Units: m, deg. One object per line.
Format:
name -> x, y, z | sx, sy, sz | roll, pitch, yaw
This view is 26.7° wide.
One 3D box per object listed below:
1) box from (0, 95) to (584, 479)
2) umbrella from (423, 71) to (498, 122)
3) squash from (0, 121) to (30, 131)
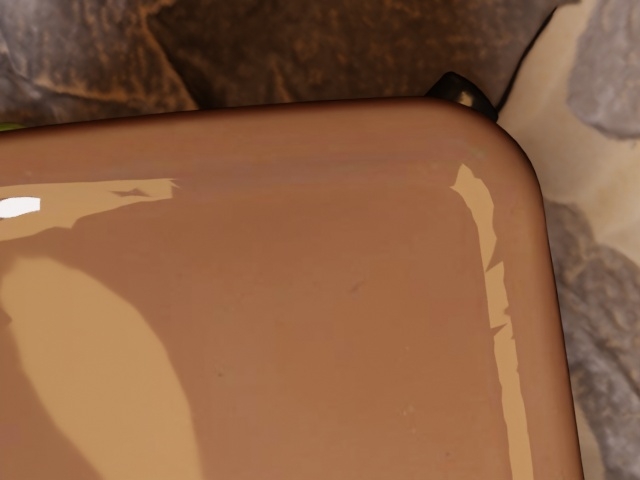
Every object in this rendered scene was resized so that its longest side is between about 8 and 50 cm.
box -> -0.034, 0.122, 0.523 | 0.239, 0.229, 0.339 | -6, 87, -9
umbrella -> -0.002, -0.002, 0.695 | 0.224, 0.080, 0.071 | -45, 53, 10
squash -> -0.228, 0.019, 0.736 | 0.229, 0.066, 0.066 | -41, 90, 13
